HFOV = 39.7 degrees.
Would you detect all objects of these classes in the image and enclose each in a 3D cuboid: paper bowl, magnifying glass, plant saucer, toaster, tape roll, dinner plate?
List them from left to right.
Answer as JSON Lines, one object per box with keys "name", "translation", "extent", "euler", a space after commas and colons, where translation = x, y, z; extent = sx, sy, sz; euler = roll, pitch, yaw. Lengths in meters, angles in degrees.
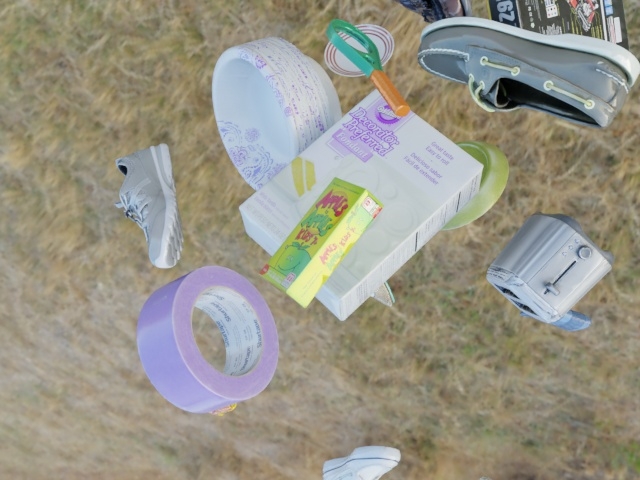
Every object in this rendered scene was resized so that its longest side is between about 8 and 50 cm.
{"name": "tape roll", "translation": [-0.151, 0.135, 1.214], "extent": [0.080, 0.189, 0.189], "euler": [-25, 121, 37]}
{"name": "paper bowl", "translation": [-0.069, -0.233, 1.636], "extent": [0.284, 0.148, 0.284], "euler": [40, 142, 41]}
{"name": "dinner plate", "translation": [0.078, -0.375, 1.763], "extent": [0.141, 0.141, 0.017], "euler": [12, 152, 24]}
{"name": "magnifying glass", "translation": [0.079, -0.281, 1.430], "extent": [0.092, 0.231, 0.026], "euler": [6, 131, -41]}
{"name": "plant saucer", "translation": [0.292, -0.132, 1.937], "extent": [0.241, 0.241, 0.037], "euler": [-2, 144, 39]}
{"name": "toaster", "translation": [0.365, 0.041, 1.451], "extent": [0.129, 0.146, 0.227], "euler": [42, 180, -7]}

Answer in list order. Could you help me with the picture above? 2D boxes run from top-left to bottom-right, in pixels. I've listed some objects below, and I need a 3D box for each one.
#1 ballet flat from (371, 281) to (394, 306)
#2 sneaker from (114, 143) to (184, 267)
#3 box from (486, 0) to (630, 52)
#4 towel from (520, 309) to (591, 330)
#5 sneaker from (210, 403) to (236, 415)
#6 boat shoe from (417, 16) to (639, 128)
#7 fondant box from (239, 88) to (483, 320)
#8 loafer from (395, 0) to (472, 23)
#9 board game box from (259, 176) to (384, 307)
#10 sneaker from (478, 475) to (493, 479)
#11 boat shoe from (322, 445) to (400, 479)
{"name": "ballet flat", "translation": [0.087, 0.057, 1.834], "extent": [0.206, 0.067, 0.073], "euler": [65, 167, -15]}
{"name": "sneaker", "translation": [-0.319, -0.056, 1.632], "extent": [0.115, 0.281, 0.105], "euler": [-10, 138, -6]}
{"name": "box", "translation": [0.397, -0.446, 1.516], "extent": [0.079, 0.257, 0.322], "euler": [8, 116, 57]}
{"name": "towel", "translation": [0.428, 0.137, 1.619], "extent": [0.119, 0.029, 0.067], "euler": [21, 162, -15]}
{"name": "sneaker", "translation": [-0.186, 0.293, 1.684], "extent": [0.067, 0.064, 0.175], "euler": [18, 159, -9]}
{"name": "boat shoe", "translation": [0.242, -0.211, 1.125], "extent": [0.305, 0.091, 0.109], "euler": [19, 169, 37]}
{"name": "fondant box", "translation": [0.067, -0.067, 1.455], "extent": [0.238, 0.330, 0.096], "euler": [41, 162, 22]}
{"name": "loafer", "translation": [0.154, -0.375, 1.351], "extent": [0.095, 0.302, 0.109], "euler": [-24, 114, 6]}
{"name": "board game box", "translation": [0.000, 0.000, 1.259], "extent": [0.043, 0.181, 0.092], "euler": [42, 173, -31]}
{"name": "sneaker", "translation": [0.242, 0.450, 1.189], "extent": [0.126, 0.321, 0.127], "euler": [38, 103, -16]}
{"name": "boat shoe", "translation": [0.078, 0.443, 1.669], "extent": [0.083, 0.076, 0.226], "euler": [16, 151, -21]}
